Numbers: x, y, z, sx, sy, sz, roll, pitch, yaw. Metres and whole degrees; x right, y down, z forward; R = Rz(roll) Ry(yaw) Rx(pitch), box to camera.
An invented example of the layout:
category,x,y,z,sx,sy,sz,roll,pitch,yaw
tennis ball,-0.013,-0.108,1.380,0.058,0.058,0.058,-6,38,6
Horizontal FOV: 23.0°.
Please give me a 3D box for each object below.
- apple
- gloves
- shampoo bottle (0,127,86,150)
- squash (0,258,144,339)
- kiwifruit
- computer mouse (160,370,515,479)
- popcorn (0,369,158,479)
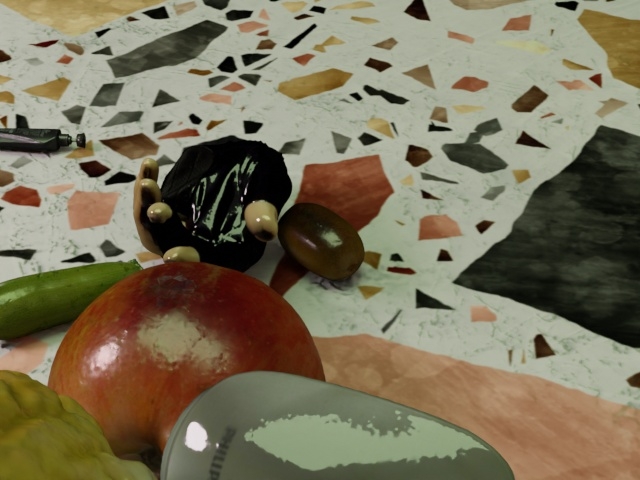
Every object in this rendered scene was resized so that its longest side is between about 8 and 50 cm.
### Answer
category,x,y,z,sx,sy,sz,roll,pitch,yaw
apple,-0.139,0.123,1.592,0.293,0.163,0.251,7,35,14
gloves,-0.123,-0.031,1.806,0.197,0.152,0.301,-6,7,19
shampoo bottle,-0.379,-0.133,2.077,0.137,0.027,0.048,1,26,3
squash,-0.293,0.061,1.766,0.201,0.066,0.066,-17,38,-22
kiwifruit,0.000,0.000,1.841,0.075,0.075,0.124,-24,45,-29
computer mouse,0.012,0.231,1.424,0.331,0.197,0.095,12,-8,13
popcorn,-0.316,0.251,1.260,0.344,0.354,0.390,-42,51,-19
